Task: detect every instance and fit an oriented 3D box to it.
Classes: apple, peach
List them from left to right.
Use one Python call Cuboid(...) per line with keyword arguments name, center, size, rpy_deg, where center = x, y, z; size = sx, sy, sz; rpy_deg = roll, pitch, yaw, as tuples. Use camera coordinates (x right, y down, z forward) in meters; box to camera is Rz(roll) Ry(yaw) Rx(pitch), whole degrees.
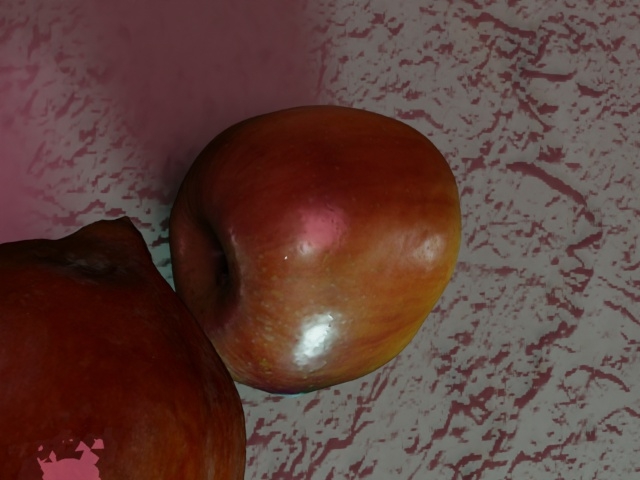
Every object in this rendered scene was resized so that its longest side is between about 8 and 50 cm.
Cuboid(name="peach", center=(-0.143, 0.105, 0.697), size=(0.232, 0.232, 0.257), rpy_deg=(34, 69, -20))
Cuboid(name="apple", center=(0.000, 0.000, 0.811), size=(0.199, 0.199, 0.199), rpy_deg=(3, 83, -27))
